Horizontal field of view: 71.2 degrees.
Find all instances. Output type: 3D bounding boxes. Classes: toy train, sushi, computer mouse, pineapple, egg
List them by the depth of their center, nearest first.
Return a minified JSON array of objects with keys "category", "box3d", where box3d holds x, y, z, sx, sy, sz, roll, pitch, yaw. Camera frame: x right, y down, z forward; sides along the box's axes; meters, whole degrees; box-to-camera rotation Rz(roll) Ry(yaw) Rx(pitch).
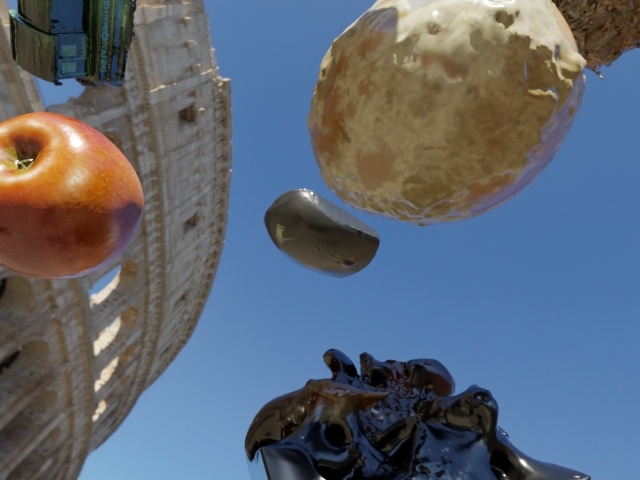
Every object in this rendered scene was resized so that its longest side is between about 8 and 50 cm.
[{"category":"egg","box3d":[0.089,-0.108,0.374,0.195,0.195,0.233,51,-33,-12]},{"category":"sushi","box3d":[0.052,0.214,0.418,0.226,0.212,0.216,-9,-50,-20]},{"category":"pineapple","box3d":[0.290,-0.273,0.496,0.224,0.076,0.225,12,-40,11]},{"category":"toy train","box3d":[-0.423,-0.418,0.767,0.138,0.178,0.330,34,-53,14]},{"category":"computer mouse","box3d":[0.000,0.000,1.022,0.269,0.100,0.170,27,-47,-23]}]

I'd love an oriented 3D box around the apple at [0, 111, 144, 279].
[{"category":"apple","box3d":[-0.267,-0.044,0.444,0.163,0.163,0.139,16,-38,14]}]
